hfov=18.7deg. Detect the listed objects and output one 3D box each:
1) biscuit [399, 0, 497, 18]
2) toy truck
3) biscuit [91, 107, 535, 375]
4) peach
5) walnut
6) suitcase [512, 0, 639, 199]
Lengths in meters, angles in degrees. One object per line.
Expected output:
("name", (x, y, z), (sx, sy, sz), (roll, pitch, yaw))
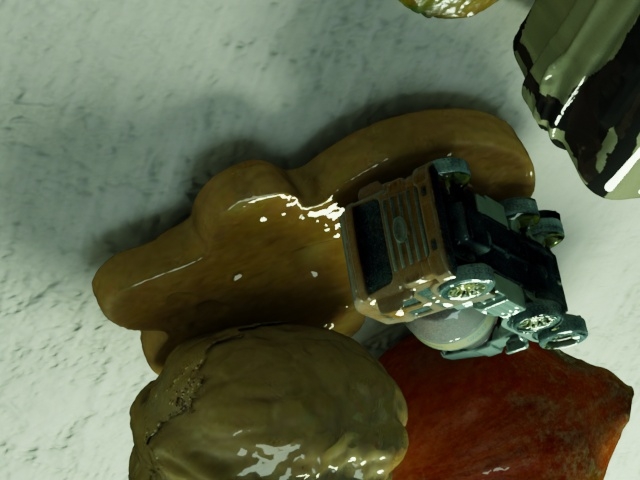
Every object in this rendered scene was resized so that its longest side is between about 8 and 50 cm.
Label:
("biscuit", (0.146, -0.237, 1.316), (0.247, 0.029, 0.118), (-40, 148, 26))
("toy truck", (0.106, 0.031, 1.514), (0.140, 0.108, 0.256), (-22, 155, 27))
("biscuit", (-0.001, -0.002, 1.541), (0.355, 0.052, 0.275), (-27, 149, 6))
("peach", (0.155, 0.179, 1.722), (0.256, 0.232, 0.232), (-19, 147, 16))
("walnut", (-0.043, 0.161, 1.539), (0.245, 0.198, 0.198), (4, 139, -42))
("suitcase", (0.340, -0.174, 1.343), (0.351, 0.194, 0.339), (-7, 148, -27))
